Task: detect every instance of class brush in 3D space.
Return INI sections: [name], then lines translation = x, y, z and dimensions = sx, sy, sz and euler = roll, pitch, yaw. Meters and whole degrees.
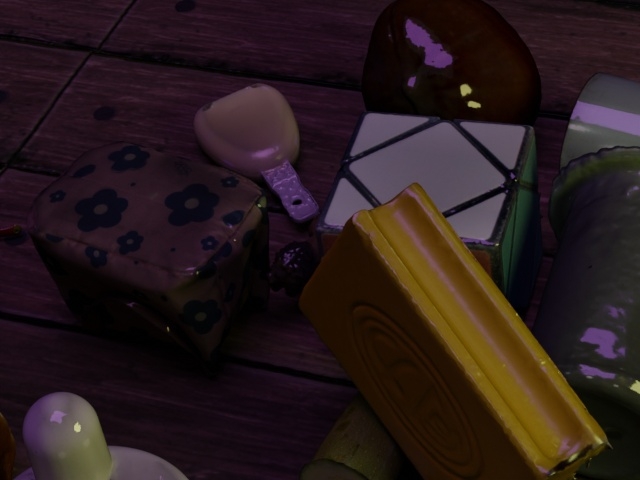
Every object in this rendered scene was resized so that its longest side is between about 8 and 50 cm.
[brush]
translation = -0.412, -0.010, 2.249
dimensions = 0.083, 0.019, 0.021
euler = -12, 32, 0

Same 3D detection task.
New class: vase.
[vase]
translation = 0.309, 0.082, 1.869
dimensions = 0.245, 0.245, 0.291
euler = 11, 51, 22

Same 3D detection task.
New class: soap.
[soap]
translation = 0.122, 0.128, 1.777
dimensions = 0.096, 0.204, 0.324
euler = -27, 72, -30

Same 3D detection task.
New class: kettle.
[kettle]
translation = 0.401, -0.063, 2.072
dimensions = 0.236, 0.161, 0.221
euler = 16, 76, 23

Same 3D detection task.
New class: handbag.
[handbag]
translation = -0.181, 0.022, 2.044
dimensions = 0.251, 0.193, 0.190
euler = 17, 47, 26

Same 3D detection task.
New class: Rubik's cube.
[Rubik's cube]
translation = 0.125, 0.001, 1.998
dimensions = 0.207, 0.205, 0.205
euler = 4, 44, 17

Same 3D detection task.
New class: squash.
[squash]
translation = 0.058, 0.203, 1.881
dimensions = 0.095, 0.095, 0.188
euler = 12, 41, 23

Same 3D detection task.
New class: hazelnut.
[hazelnut]
translation = 0.155, -0.191, 2.199
dimensions = 0.229, 0.229, 0.229
euler = -5, 42, 5

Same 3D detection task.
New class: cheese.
[cheese]
translation = -0.064, -0.101, 2.260
dimensions = 0.127, 0.054, 0.251
euler = -25, 44, -11

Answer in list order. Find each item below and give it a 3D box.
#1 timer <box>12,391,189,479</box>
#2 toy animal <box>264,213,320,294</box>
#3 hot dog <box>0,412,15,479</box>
[timer]
translation = -0.220, 0.287, 1.723
dimensions = 0.233, 0.240, 0.233
euler = -5, 42, 4
[toy animal]
translation = 0.001, 0.014, 2.113
dimensions = 0.069, 0.086, 0.220
euler = 10, 27, 16
[hot dog]
translation = -0.422, 0.289, 1.777
dimensions = 0.185, 0.223, 0.405
euler = -2, 43, 4
